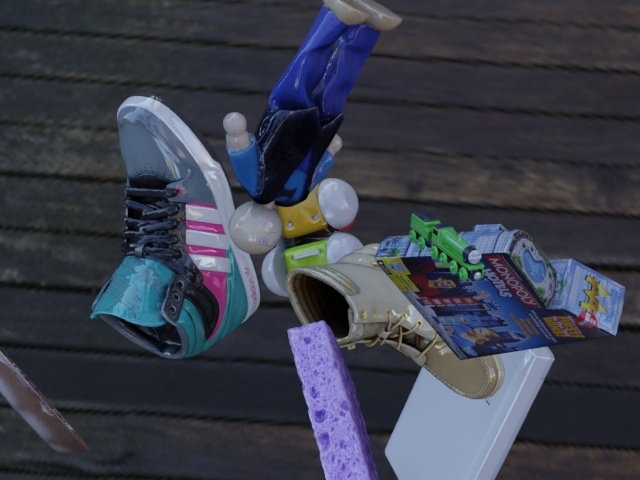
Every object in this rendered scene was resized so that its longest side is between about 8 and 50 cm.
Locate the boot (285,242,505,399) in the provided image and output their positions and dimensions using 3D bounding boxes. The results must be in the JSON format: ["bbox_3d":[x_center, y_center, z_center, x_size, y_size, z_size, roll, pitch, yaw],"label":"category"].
[{"bbox_3d":[0.092,0.113,1.567,0.262,0.095,0.203,47,27,18],"label":"boot"}]

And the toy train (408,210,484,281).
[{"bbox_3d":[0.082,0.003,0.830,0.017,0.024,0.083,-6,24,-25],"label":"toy train"}]

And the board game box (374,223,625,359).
[{"bbox_3d":[0.185,0.045,1.235,0.194,0.194,0.060,-4,54,35],"label":"board game box"}]

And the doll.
[{"bbox_3d":[-0.017,-0.076,0.851,0.046,0.189,0.129,37,22,29],"label":"doll"}]

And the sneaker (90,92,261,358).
[{"bbox_3d":[-0.178,0.009,1.334,0.124,0.295,0.178,1,35,36],"label":"sneaker"}]

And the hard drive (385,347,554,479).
[{"bbox_3d":[0.212,0.248,1.874,0.047,0.353,0.233,9,27,-25],"label":"hard drive"}]

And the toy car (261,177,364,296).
[{"bbox_3d":[0.000,0.000,1.855,0.159,0.136,0.182,-15,78,29],"label":"toy car"}]

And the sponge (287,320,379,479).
[{"bbox_3d":[0.025,0.169,0.827,0.031,0.117,0.210,-16,57,2],"label":"sponge"}]

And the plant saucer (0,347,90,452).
[{"bbox_3d":[-0.365,0.198,1.576,0.036,0.198,0.198,-42,69,-13],"label":"plant saucer"}]
